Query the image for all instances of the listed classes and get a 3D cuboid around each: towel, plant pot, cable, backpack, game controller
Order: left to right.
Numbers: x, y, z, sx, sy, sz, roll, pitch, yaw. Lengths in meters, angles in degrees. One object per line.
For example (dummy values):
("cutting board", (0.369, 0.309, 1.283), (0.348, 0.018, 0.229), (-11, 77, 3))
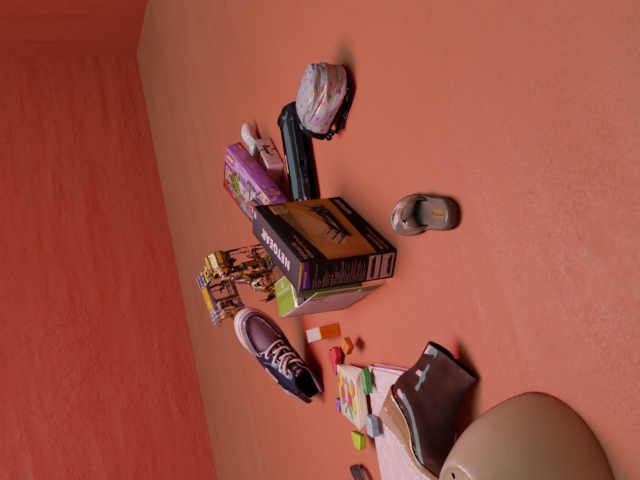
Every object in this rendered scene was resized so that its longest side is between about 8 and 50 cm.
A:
("game controller", (-0.069, -0.233, 1.982), (0.166, 0.067, 0.319), (152, 110, -80))
("backpack", (0.002, -0.354, 1.702), (0.182, 0.115, 0.152), (123, 137, -52))
("cable", (0.145, 0.672, 1.755), (0.287, 0.072, 0.139), (-129, 16, -79))
("towel", (0.206, 0.458, 1.556), (0.317, 0.053, 0.332), (169, 94, -66))
("plant pot", (0.310, 0.411, 1.137), (0.284, 0.191, 0.284), (173, 90, -67))

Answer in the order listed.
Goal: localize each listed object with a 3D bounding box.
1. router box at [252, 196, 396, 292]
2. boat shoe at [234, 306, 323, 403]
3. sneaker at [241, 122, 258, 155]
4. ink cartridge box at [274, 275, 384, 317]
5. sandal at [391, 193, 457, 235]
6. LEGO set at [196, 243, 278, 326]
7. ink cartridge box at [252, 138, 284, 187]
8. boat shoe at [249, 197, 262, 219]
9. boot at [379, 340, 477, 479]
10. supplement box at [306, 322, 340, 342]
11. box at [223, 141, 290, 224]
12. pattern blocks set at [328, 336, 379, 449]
("router box", (0.000, 0.000, 1.651), (0.309, 0.243, 0.081), (-133, 42, -52))
("boat shoe", (-0.115, 0.342, 2.050), (0.340, 0.127, 0.158), (53, 160, -22))
("sneaker", (-0.219, -0.326, 2.295), (0.061, 0.053, 0.152), (-26, 79, 55))
("ink cartridge box", (0.018, 0.111, 1.712), (0.255, 0.188, 0.097), (139, 122, -60))
("sandal", (0.199, -0.049, 1.412), (0.219, 0.060, 0.090), (-172, 76, -65))
("LEGO set", (-0.213, 0.137, 2.101), (0.255, 0.331, 0.192), (-41, 67, 47))
("ink cartridge box", (-0.171, -0.245, 2.191), (0.099, 0.056, 0.135), (105, 147, -42))
("boat shoe", (-0.185, -0.063, 2.096), (0.137, 0.043, 0.049), (64, 155, -3))
("boot", (0.246, 0.349, 1.356), (0.248, 0.090, 0.207), (43, 112, 25))
("supplement box", (0.007, 0.259, 1.931), (0.098, 0.062, 0.036), (-31, 69, 63))
("box", (-0.204, -0.142, 2.168), (0.293, 0.057, 0.201), (50, 151, 22))
("pattern blocks set", (0.079, 0.395, 1.779), (0.325, 0.026, 0.285), (133, 128, -71))
